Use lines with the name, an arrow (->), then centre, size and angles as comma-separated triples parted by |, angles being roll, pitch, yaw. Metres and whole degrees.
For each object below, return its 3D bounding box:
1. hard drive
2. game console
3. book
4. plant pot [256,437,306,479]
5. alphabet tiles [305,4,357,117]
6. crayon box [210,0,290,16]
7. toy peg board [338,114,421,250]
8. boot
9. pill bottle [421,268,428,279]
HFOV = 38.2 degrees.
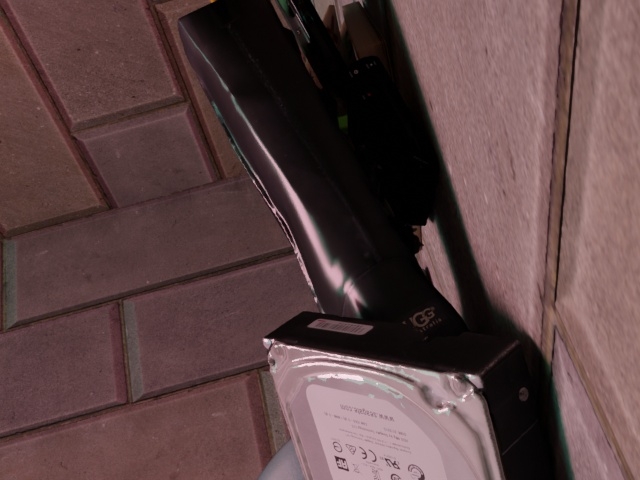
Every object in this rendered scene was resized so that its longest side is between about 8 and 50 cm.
hard drive -> 0.089, 0.230, 0.768 | 0.237, 0.064, 0.339 | 4, 118, 46
game console -> 0.022, -0.183, 0.993 | 0.361, 0.044, 0.213 | 62, 174, 15
book -> 0.056, -0.208, 1.074 | 0.144, 0.035, 0.096 | -105, -3, -57
plant pot -> 0.011, 0.366, 1.058 | 0.293, 0.196, 0.293 | 54, -176, -6
alphabet tiles -> 0.025, -0.131, 1.270 | 0.342, 0.011, 0.285 | 75, -155, -46
crayon box -> -0.120, -0.380, 0.887 | 0.323, 0.083, 0.203 | 79, 166, -58
toy peg board -> 0.067, -0.079, 1.171 | 0.161, 0.079, 0.160 | 74, -179, -62
boot -> 0.001, -0.001, 0.991 | 0.445, 0.146, 0.367 | 56, 162, 16
pill bottle -> 0.117, 0.123, 1.209 | 0.087, 0.087, 0.160 | 75, 179, -80
